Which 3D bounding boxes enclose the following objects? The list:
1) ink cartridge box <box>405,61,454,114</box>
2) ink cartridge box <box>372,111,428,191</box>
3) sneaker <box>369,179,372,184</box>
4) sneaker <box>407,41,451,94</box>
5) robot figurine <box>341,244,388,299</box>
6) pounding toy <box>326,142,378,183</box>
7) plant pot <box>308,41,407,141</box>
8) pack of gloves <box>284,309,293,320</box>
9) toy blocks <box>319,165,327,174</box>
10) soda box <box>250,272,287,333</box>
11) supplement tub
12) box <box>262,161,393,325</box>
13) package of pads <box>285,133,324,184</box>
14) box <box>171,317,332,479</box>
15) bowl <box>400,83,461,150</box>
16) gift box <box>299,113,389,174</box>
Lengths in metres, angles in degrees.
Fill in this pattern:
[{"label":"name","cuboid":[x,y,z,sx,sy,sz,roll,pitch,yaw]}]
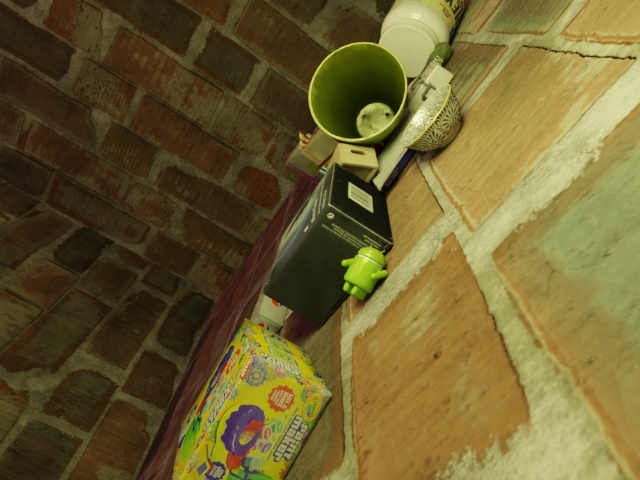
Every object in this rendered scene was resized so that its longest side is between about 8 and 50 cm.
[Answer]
[{"label":"ink cartridge box","cuboid":[0.318,-0.452,1.284,0.150,0.063,0.109,-53,13,23]},{"label":"ink cartridge box","cuboid":[0.224,-0.246,1.193,0.223,0.045,0.224,-56,13,18]},{"label":"sneaker","cuboid":[0.103,-0.144,1.327,0.258,0.094,0.091,-51,-10,-50]},{"label":"sneaker","cuboid":[0.354,-0.531,1.354,0.192,0.064,0.086,-53,21,22]},{"label":"robot figurine","cuboid":[0.094,0.065,0.902,0.101,0.067,0.115,23,81,49]},{"label":"pounding toy","cuboid":[0.099,-0.214,1.240,0.130,0.141,0.100,120,148,-53]},{"label":"plant pot","cuboid":[0.140,-0.400,1.304,0.274,0.275,0.293,-57,-16,8]},{"label":"pack of gloves","cuboid":[-0.056,0.122,1.399,0.232,0.046,0.195,-51,13,31]},{"label":"toy blocks","cuboid":[0.060,-0.217,1.520,0.054,0.148,0.123,-55,13,12]},{"label":"soda box","cuboid":[-0.167,0.213,1.502,0.098,0.091,0.286,-52,14,29]},{"label":"supplement tub","cuboid":[0.350,-0.754,1.483,0.324,0.236,0.235,-64,14,-24]},{"label":"box","cuboid":[0.017,0.001,1.098,0.294,0.183,0.296,-54,13,25]},{"label":"package of pads","cuboid":[-0.035,-0.398,2.131,0.101,0.229,0.296,-62,14,-16]},{"label":"box","cuboid":[-0.150,0.358,0.897,0.289,0.177,0.279,-59,14,-4]},{"label":"bowl","cuboid":[0.269,-0.266,0.989,0.170,0.080,0.170,-53,14,19]},{"label":"gift box","cuboid":[0.083,-0.392,1.588,0.255,0.276,0.258,-57,10,-20]}]
